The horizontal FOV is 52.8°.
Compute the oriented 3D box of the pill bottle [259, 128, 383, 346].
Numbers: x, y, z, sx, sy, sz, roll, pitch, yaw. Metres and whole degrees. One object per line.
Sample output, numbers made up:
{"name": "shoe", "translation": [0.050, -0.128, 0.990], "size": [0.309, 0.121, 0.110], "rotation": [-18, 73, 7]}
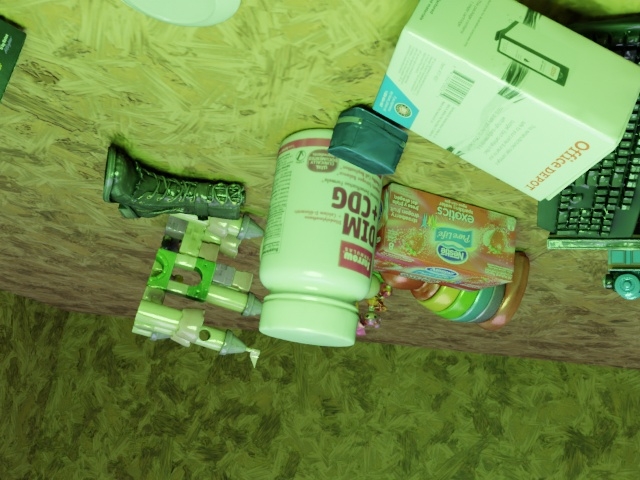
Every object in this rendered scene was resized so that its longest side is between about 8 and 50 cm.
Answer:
{"name": "pill bottle", "translation": [0.000, 0.000, 0.923], "size": [0.160, 0.283, 0.160], "rotation": [7, 164, 2]}

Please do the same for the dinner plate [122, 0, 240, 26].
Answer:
{"name": "dinner plate", "translation": [-0.149, -0.247, 0.630], "size": [0.141, 0.017, 0.141], "rotation": [9, 164, 3]}

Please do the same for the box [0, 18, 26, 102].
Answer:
{"name": "box", "translation": [-0.482, -0.179, 0.758], "size": [0.247, 0.164, 0.142], "rotation": [-8, 154, 44]}

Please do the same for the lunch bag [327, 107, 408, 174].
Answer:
{"name": "lunch bag", "translation": [0.066, -0.129, 0.836], "size": [0.098, 0.065, 0.067], "rotation": [23, 174, -25]}

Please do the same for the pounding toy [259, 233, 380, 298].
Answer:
{"name": "pounding toy", "translation": [0.006, 0.026, 1.289], "size": [0.236, 0.183, 0.110], "rotation": [1, -172, 13]}

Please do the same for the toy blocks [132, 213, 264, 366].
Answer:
{"name": "toy blocks", "translation": [-0.230, 0.097, 1.365], "size": [0.260, 0.289, 0.309], "rotation": [18, 159, -13]}

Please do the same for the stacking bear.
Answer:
{"name": "stacking bear", "translation": [0.247, 0.069, 1.298], "size": [0.288, 0.164, 0.175], "rotation": [19, 161, -21]}

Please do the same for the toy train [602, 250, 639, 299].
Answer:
{"name": "toy train", "translation": [0.596, 0.051, 1.134], "size": [0.184, 0.105, 0.080], "rotation": [-1, 171, 30]}

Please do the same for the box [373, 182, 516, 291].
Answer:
{"name": "box", "translation": [0.198, 0.002, 1.123], "size": [0.256, 0.123, 0.128], "rotation": [14, 162, -19]}

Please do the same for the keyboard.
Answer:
{"name": "keyboard", "translation": [0.341, -0.102, 0.684], "size": [0.201, 0.033, 0.317], "rotation": [-3, 144, 13]}

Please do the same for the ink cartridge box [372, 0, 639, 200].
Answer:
{"name": "ink cartridge box", "translation": [0.166, -0.139, 0.605], "size": [0.203, 0.086, 0.148], "rotation": [29, 163, 2]}

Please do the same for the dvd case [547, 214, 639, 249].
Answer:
{"name": "dvd case", "translation": [0.414, -0.025, 0.901], "size": [0.164, 0.018, 0.221], "rotation": [1, -164, 25]}

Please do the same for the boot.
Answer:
{"name": "boot", "translation": [-0.245, -0.090, 1.127], "size": [0.228, 0.091, 0.263], "rotation": [3, 168, -3]}

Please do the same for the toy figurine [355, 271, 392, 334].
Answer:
{"name": "toy figurine", "translation": [0.119, 0.171, 1.687], "size": [0.173, 0.159, 0.130], "rotation": [9, 164, -5]}
